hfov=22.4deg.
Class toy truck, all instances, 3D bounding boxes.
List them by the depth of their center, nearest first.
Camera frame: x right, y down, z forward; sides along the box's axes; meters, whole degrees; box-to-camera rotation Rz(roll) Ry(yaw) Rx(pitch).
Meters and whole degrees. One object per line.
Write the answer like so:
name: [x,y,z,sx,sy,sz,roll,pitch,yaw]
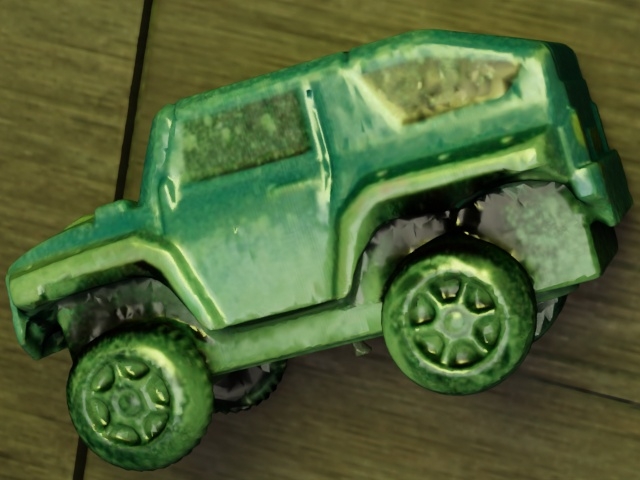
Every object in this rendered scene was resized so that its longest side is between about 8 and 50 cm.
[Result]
toy truck: [0.000,0.000,0.746,0.278,0.155,0.156,-14,92,16]
